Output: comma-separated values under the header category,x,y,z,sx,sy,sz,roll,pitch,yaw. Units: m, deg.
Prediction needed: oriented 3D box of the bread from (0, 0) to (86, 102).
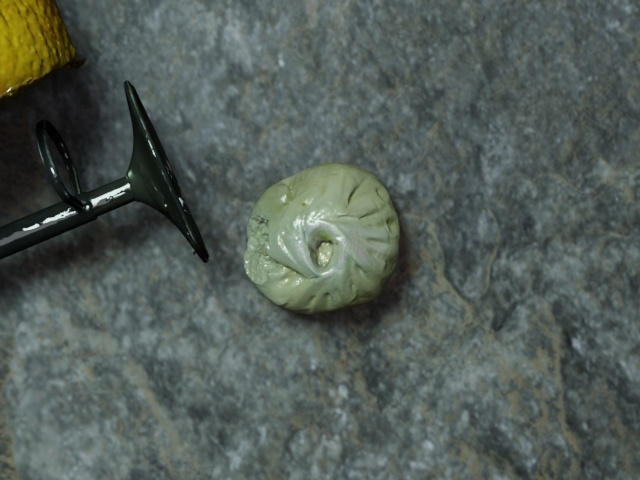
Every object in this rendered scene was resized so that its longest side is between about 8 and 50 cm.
category,x,y,z,sx,sy,sz,roll,pitch,yaw
bread,-0.454,-0.182,1.020,0.398,0.398,0.215,-32,105,-4

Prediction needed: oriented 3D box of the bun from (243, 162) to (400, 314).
category,x,y,z,sx,sy,sz,roll,pitch,yaw
bun,0.000,0.000,1.199,0.193,0.128,0.179,-11,96,-4

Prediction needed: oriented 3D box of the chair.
category,x,y,z,sx,sy,sz,roll,pitch,yaw
chair,-0.348,0.003,1.111,0.400,0.226,0.227,-25,96,-4
